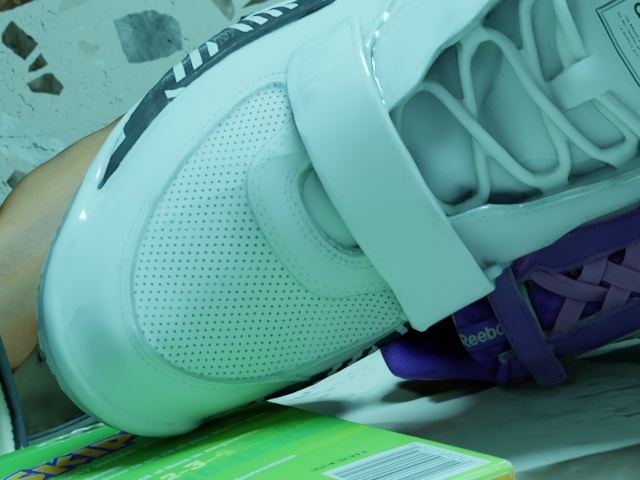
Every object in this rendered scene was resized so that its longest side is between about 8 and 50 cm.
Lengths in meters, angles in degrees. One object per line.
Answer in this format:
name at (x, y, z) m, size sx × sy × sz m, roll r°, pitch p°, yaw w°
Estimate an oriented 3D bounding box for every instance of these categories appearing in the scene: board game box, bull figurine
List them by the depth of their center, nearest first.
board game box at (-0.047, 0.093, 0.631) m, size 0.124 × 0.039 × 0.259 m, roll -16°, pitch 10°, yaw -24°
bull figurine at (-0.128, -0.016, 1.120) m, size 0.310 × 0.101 × 0.188 m, roll -33°, pitch -1°, yaw -15°

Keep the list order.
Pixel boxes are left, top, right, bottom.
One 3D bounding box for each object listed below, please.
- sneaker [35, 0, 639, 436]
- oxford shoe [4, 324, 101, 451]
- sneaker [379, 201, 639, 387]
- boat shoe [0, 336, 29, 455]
sneaker at (0.062, -0.052, 0.617) m, size 0.366 × 0.137 × 0.210 m, roll -34°, pitch 8°, yaw -9°
oxford shoe at (-0.098, 0.042, 0.823) m, size 0.227 × 0.096 × 0.083 m, roll -27°, pitch 1°, yaw 18°
sneaker at (0.110, 0.017, 0.743) m, size 0.236 × 0.095 × 0.104 m, roll -14°, pitch 12°, yaw 44°
boat shoe at (-0.187, -0.017, 0.724) m, size 0.091 × 0.302 × 0.114 m, roll -3°, pitch 33°, yaw 9°
